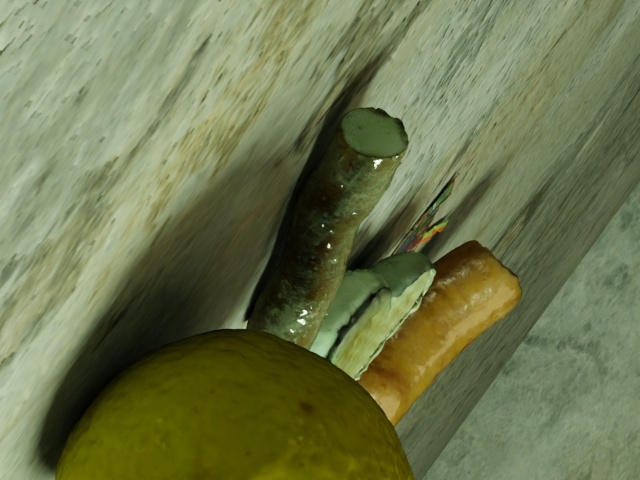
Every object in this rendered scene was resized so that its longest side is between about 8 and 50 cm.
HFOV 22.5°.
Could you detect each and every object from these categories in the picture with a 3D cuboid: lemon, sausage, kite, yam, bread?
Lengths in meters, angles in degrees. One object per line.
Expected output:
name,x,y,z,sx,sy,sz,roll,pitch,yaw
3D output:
lemon,-0.057,0.183,1.081,0.267,0.267,0.267,-50,166,-16
sausage,0.096,0.112,1.730,0.270,0.109,0.109,-44,165,-17
kite,0.099,0.008,1.687,0.159,0.010,0.190,-40,162,-47
yam,0.000,0.000,1.214,0.061,0.061,0.253,-41,163,-42
bread,0.023,0.084,1.501,0.172,0.064,0.232,-59,164,26
